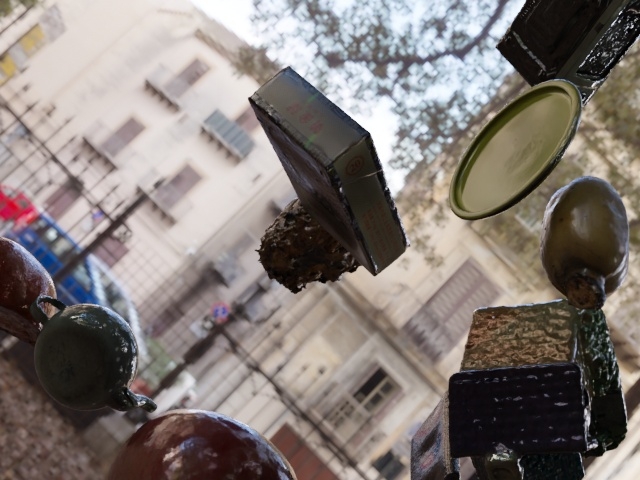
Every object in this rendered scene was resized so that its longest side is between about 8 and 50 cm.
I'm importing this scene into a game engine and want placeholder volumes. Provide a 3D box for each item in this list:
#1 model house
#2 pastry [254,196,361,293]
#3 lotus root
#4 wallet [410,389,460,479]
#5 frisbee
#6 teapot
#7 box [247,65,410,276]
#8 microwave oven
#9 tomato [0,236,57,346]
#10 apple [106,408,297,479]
[{"bbox_3d":[0.331,0.293,1.473,0.245,0.280,0.312,-6,-60,23],"label":"model house"},{"bbox_3d":[0.000,0.000,1.888,0.193,0.275,0.275,42,-11,-6],"label":"pastry"},{"bbox_3d":[0.343,0.010,1.242,0.118,0.221,0.125,-12,-43,29],"label":"lotus root"},{"bbox_3d":[0.234,0.440,1.936,0.044,0.170,0.321,27,22,-4],"label":"wallet"},{"bbox_3d":[0.263,-0.122,1.310,0.017,0.236,0.236,36,-7,-21],"label":"frisbee"},{"bbox_3d":[-0.421,0.210,1.750,0.294,0.193,0.129,47,14,10],"label":"teapot"},{"bbox_3d":[0.019,-0.098,1.459,0.198,0.084,0.310,44,-11,33],"label":"box"},{"bbox_3d":[0.562,-0.476,2.119,0.181,0.295,0.237,-4,49,-42],"label":"microwave oven"},{"bbox_3d":[-0.647,0.075,1.901,0.338,0.144,0.338,21,-23,9],"label":"tomato"},{"bbox_3d":[-0.192,0.426,1.504,0.344,0.269,0.345,19,-34,13],"label":"apple"}]
